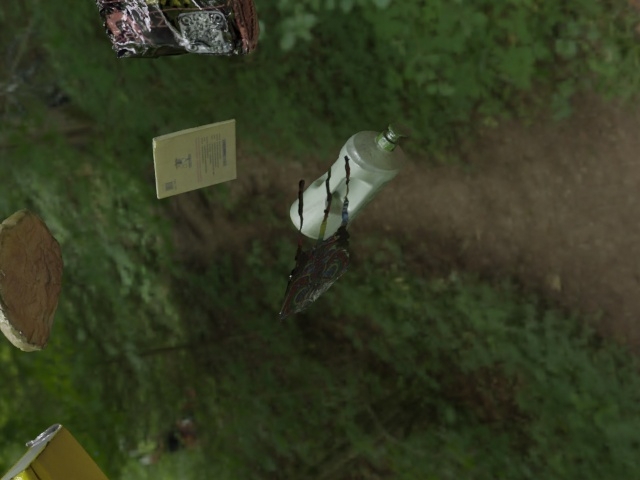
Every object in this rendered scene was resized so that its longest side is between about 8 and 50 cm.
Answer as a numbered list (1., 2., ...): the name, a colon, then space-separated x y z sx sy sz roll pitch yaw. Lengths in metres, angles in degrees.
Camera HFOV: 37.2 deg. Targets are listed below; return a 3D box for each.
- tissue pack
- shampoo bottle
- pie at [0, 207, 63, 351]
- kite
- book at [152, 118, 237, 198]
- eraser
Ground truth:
1. tissue pack: -0.224 -0.415 1.377 0.332 0.245 0.123 79 -161 -51
2. shampoo bottle: 0.057 -0.102 1.506 0.234 0.118 0.087 -48 63 37
3. pie: -0.445 0.052 1.432 0.185 0.052 0.218 75 -166 -59
4. kite: 0.000 0.000 1.346 0.015 0.152 0.285 35 145 26
5. book: -0.277 -0.180 2.115 0.168 0.192 0.013 94 152 -43
6. eraser: -0.296 0.349 1.173 0.226 0.069 0.158 52 -173 -7
